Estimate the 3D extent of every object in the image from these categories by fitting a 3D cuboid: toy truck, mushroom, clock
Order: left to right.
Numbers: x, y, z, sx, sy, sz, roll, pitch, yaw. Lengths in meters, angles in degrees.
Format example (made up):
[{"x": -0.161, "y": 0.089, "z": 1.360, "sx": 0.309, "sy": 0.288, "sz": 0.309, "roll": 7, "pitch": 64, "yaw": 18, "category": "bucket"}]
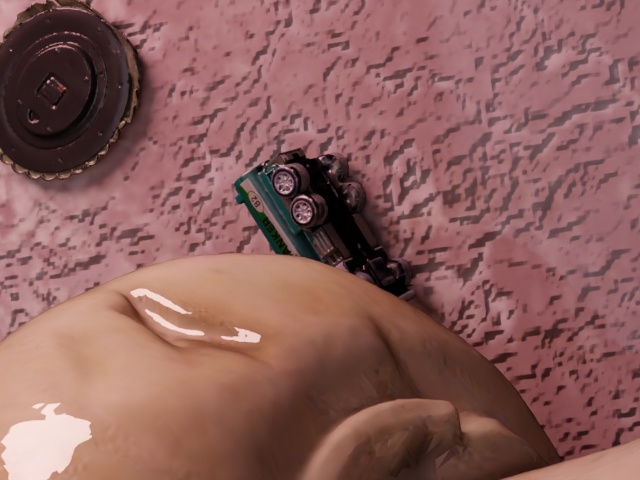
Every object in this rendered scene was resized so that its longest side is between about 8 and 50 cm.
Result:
[{"x": -0.118, "y": -0.066, "z": 0.802, "sx": 0.074, "sy": 0.010, "sz": 0.083, "roll": 43, "pitch": 106, "yaw": 11, "category": "clock"}, {"x": 0.000, "y": 0.000, "z": 0.752, "sx": 0.044, "sy": 0.039, "sz": 0.083, "roll": -38, "pitch": 80, "yaw": 35, "category": "toy truck"}, {"x": 0.024, "y": 0.135, "z": 0.597, "sx": 0.336, "sy": 0.314, "sz": 0.314, "roll": -24, "pitch": 86, "yaw": 34, "category": "mushroom"}]
